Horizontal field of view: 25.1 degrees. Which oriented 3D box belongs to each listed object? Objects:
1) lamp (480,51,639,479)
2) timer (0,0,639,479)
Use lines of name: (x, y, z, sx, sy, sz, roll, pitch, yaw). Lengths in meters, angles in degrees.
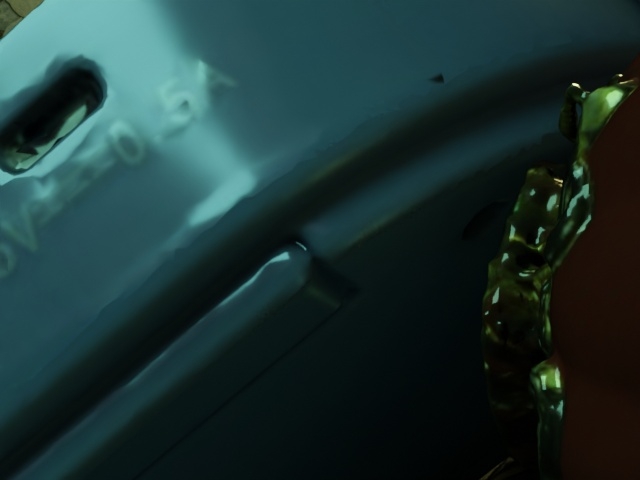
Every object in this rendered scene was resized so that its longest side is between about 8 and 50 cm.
lamp: (0.157, 0.031, 0.403, 0.227, 0.227, 0.227, -37, 16, 13)
timer: (0.000, 0.000, 0.602, 0.395, 0.173, 0.395, -29, -26, -16)
